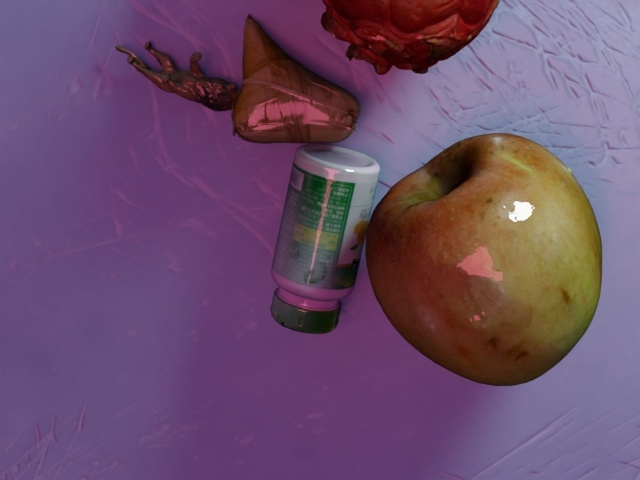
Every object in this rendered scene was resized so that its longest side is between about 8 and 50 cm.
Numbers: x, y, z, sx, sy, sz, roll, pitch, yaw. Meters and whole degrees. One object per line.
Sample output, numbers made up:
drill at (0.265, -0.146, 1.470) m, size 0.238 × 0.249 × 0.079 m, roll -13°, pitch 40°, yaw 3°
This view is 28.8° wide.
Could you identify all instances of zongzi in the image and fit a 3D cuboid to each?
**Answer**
zongzi at (-0.035, -0.242, 1.868) m, size 0.194 × 0.099 × 0.197 m, roll 3°, pitch 81°, yaw 1°

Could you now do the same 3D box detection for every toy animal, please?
toy animal at (-0.224, -0.256, 1.912) m, size 0.220 × 0.086 × 0.069 m, roll 28°, pitch 70°, yaw 11°

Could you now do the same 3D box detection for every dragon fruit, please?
dragon fruit at (0.116, -0.392, 1.686) m, size 0.277 × 0.277 × 0.342 m, roll 15°, pitch 118°, yaw 10°

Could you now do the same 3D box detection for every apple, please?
apple at (0.242, 0.030, 1.737) m, size 0.338 × 0.338 × 0.305 m, roll -31°, pitch 110°, yaw 20°

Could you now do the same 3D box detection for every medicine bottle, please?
medicine bottle at (0.000, 0.000, 1.891) m, size 0.133 × 0.133 × 0.274 m, roll 17°, pitch 108°, yaw 10°
